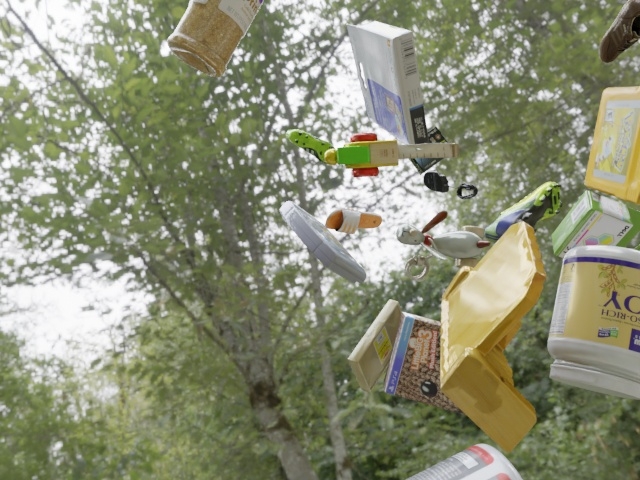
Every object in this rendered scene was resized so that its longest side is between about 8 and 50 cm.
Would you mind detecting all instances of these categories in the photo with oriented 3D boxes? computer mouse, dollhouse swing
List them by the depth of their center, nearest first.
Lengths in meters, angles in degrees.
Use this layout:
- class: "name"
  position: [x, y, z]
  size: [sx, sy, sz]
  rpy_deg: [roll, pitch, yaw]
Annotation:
- class: "dollhouse swing"
  position: [0.435, 0.195, 1.325]
  size: [0.315, 0.346, 0.305]
  rpy_deg: [44, -63, -12]
- class: "computer mouse"
  position: [0.407, -0.176, 1.872]
  size: [0.041, 0.242, 0.071]
  rpy_deg: [-20, -64, -24]

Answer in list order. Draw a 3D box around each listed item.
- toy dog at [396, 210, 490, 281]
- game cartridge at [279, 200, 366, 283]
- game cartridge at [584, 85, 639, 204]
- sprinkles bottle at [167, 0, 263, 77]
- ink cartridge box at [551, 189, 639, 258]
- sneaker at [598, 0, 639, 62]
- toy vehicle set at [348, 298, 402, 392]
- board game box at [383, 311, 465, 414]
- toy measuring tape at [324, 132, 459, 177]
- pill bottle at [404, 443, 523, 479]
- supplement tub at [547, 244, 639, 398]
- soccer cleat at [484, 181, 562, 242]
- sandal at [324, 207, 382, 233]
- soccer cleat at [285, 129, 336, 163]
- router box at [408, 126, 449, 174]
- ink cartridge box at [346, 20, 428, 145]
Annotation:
- class: "toy dog"
  position: [0.445, 0.008, 2.072]
  size: [0.334, 0.220, 0.161]
  rpy_deg: [-10, -6, -19]
- class: "game cartridge"
  position: [0.000, 0.000, 1.768]
  size: [0.062, 0.297, 0.198]
  rpy_deg: [-45, -40, 5]
- class: "game cartridge"
  position: [0.792, -0.253, 1.551]
  size: [0.053, 0.285, 0.323]
  rpy_deg: [6, 13, 1]
- class: "sprinkles bottle"
  position: [-0.156, -0.491, 1.141]
  size: [0.355, 0.121, 0.121]
  rpy_deg: [-63, -32, -6]
- class: "ink cartridge box"
  position: [0.828, -0.007, 1.714]
  size: [0.255, 0.097, 0.188]
  rpy_deg: [21, -49, -2]
- class: "sneaker"
  position: [0.776, -0.521, 1.532]
  size: [0.066, 0.071, 0.188]
  rpy_deg: [-14, -34, -12]
- class: "toy vehicle set"
  position: [0.194, 0.342, 1.955]
  size: [0.267, 0.035, 0.166]
  rpy_deg: [-49, -45, -32]
- class: "board game box"
  position: [0.356, 0.364, 1.776]
  size: [0.291, 0.231, 0.141]
  rpy_deg: [14, -1, 4]
- class: "toy measuring tape"
  position: [0.174, -0.217, 1.512]
  size: [0.330, 0.121, 0.121]
  rpy_deg: [-3, -29, 1]
- class: "pill bottle"
  position: [0.186, 0.527, 1.055]
  size: [0.363, 0.210, 0.210]
  rpy_deg: [-21, -27, -12]
- class: "supplement tub"
  position: [0.695, 0.198, 1.469]
  size: [0.241, 0.331, 0.241]
  rpy_deg: [14, -11, 3]
- class: "soccer cleat"
  position: [0.528, -0.078, 1.557]
  size: [0.121, 0.093, 0.289]
  rpy_deg: [4, 31, 47]
- class: "sandal"
  position: [0.151, -0.074, 2.487]
  size: [0.266, 0.076, 0.101]
  rpy_deg: [0, -56, -23]
- class: "soccer cleat"
  position: [-0.022, -0.280, 1.765]
  size: [0.179, 0.072, 0.060]
  rpy_deg: [26, -83, -33]
- class: "router box"
  position: [0.318, -0.265, 1.772]
  size: [0.122, 0.092, 0.038]
  rpy_deg: [-36, -1, -13]
- class: "ink cartridge box"
  position: [0.186, -0.441, 1.660]
  size: [0.072, 0.307, 0.303]
  rpy_deg: [-21, -58, -7]
